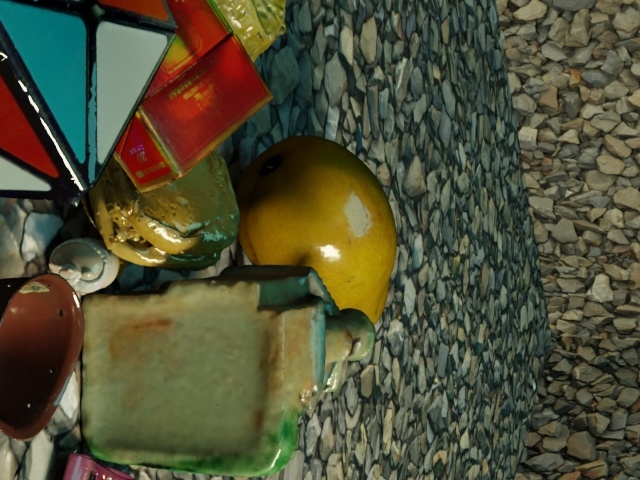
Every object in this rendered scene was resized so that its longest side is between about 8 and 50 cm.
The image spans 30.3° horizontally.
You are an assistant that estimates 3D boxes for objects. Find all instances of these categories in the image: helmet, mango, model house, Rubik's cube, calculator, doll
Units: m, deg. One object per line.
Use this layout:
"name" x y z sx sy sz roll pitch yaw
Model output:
"helmet" -0.332 0.114 1.231 0.155 0.106 0.175 -20 114 -64
"mango" 0.000 0.000 1.823 0.221 0.264 0.378 -45 142 -19
"model house" -0.102 0.153 1.506 0.280 0.312 0.245 -1 89 -62
"Rubik's cube" -0.312 -0.205 1.084 0.250 0.248 0.246 69 33 -45
"calculator" -0.282 0.340 1.462 0.190 0.034 0.127 55 41 -63
"doll" -0.284 0.038 1.398 0.084 0.073 0.127 -60 165 16

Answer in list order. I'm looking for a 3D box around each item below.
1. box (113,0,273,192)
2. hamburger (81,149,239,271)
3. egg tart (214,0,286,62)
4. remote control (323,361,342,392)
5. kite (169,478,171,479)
"box" -0.209 -0.238 1.344 0.313 0.089 0.197 58 44 -16
"hamburger" -0.193 -0.062 1.452 0.213 0.108 0.214 30 36 -25
"egg tart" -0.120 -0.368 1.702 0.290 0.115 0.290 3 90 -69
"remote control" -0.048 0.135 1.721 0.038 0.285 0.123 -3 96 -31
"kite" -0.158 0.421 1.717 0.245 0.015 0.141 53 13 -50
